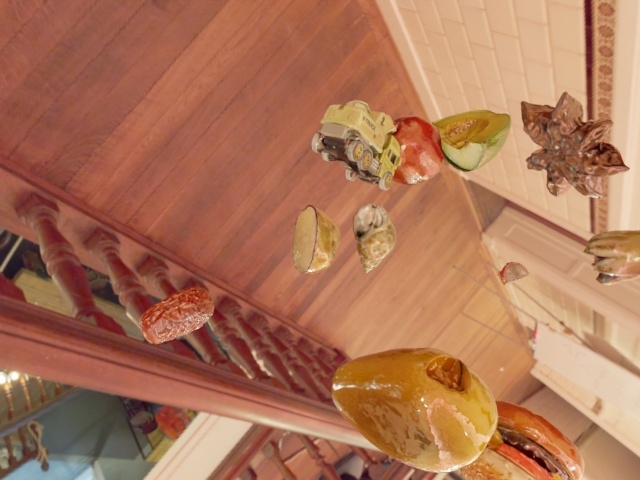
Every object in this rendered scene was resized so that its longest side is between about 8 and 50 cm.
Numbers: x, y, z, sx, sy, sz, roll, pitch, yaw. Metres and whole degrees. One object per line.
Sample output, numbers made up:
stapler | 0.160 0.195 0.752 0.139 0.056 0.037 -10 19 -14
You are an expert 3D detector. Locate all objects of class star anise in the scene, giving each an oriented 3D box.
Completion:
star anise | 0.611 -0.236 1.163 0.108 0.315 0.315 -42 140 -13

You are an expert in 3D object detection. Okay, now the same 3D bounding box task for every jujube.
jujube | -0.344 0.182 1.113 0.176 0.109 0.112 -28 136 -27

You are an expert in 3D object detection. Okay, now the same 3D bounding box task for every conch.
conch | 0.148 -0.013 1.261 0.116 0.173 0.106 -21 176 -11

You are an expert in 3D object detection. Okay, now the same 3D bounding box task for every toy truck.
toy truck | 0.072 -0.170 0.780 0.191 0.085 0.116 27 86 -57

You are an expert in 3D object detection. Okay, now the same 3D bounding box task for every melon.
melon | 0.468 -0.299 1.378 0.169 0.265 0.129 -28 121 -9

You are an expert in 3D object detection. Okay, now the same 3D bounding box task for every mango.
mango | 0.171 0.335 0.942 0.182 0.364 0.253 -33 113 -48

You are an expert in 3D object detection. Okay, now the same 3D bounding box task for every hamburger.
hamburger | 0.581 0.667 1.363 0.250 0.330 0.330 -43 141 -25

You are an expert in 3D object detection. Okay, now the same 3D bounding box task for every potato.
potato | 0.000 0.000 1.341 0.117 0.182 0.202 5 103 -20

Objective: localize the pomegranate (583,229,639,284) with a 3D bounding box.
pomegranate | 0.454 0.004 0.543 0.202 0.247 0.202 18 65 -43

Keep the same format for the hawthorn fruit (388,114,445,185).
hawthorn fruit | 0.217 -0.227 1.152 0.188 0.169 0.169 30 98 -47

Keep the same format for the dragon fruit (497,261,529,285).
dragon fruit | 0.566 0.096 1.376 0.083 0.060 0.056 -20 167 -7
